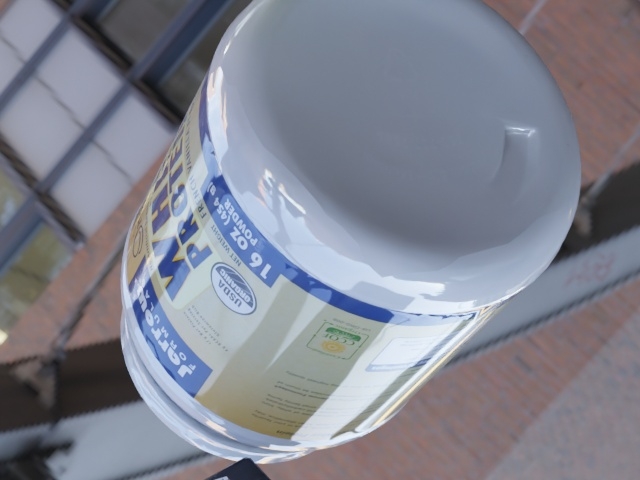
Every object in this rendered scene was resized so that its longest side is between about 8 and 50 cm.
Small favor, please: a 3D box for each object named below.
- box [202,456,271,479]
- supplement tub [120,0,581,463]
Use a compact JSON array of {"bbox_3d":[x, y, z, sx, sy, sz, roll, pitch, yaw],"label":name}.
[{"bbox_3d":[0.007,0.269,0.848,0.216,0.060,0.270,67,166,-13],"label":"box"},{"bbox_3d":[0.000,0.000,0.903,0.228,0.228,0.316,42,144,5],"label":"supplement tub"}]
